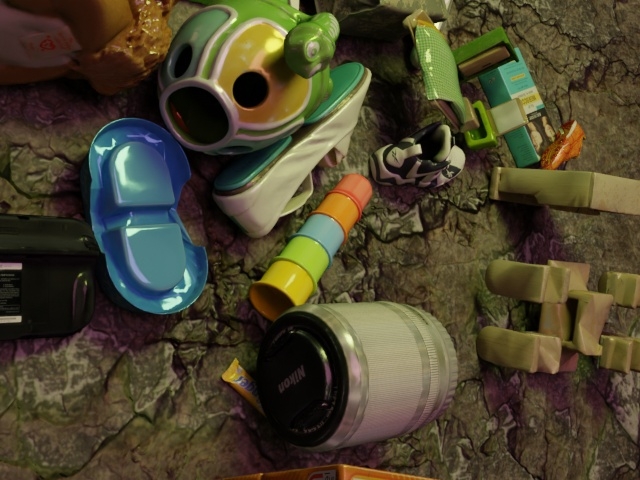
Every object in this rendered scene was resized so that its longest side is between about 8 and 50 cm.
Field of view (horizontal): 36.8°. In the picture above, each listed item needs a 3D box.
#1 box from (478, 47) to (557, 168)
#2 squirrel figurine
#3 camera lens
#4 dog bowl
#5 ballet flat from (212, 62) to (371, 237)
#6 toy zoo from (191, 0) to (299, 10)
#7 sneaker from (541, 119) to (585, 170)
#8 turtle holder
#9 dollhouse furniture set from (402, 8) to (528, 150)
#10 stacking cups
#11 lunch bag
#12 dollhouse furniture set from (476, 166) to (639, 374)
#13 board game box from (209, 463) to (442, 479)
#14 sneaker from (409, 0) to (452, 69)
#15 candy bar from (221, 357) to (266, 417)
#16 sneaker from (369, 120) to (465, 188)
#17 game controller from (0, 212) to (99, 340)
[{"bbox_3d":[0.428,-0.286,2.074,0.100,0.060,0.244,-25,91,-41],"label":"box"},{"bbox_3d":[-0.376,-0.420,1.389,0.397,0.281,0.371,15,55,-43],"label":"squirrel figurine"},{"bbox_3d":[0.054,0.206,1.497,0.274,0.219,0.220,2,74,-45],"label":"camera lens"},{"bbox_3d":[-0.269,-0.029,1.427,0.165,0.074,0.297,-5,77,-39],"label":"dog bowl"},{"bbox_3d":[-0.032,-0.150,1.638,0.139,0.139,0.400,51,55,-13],"label":"ballet flat"},{"bbox_3d":[-0.139,-0.499,1.718,0.293,0.030,0.192,1,74,-38],"label":"toy zoo"},{"bbox_3d":[0.520,-0.191,2.031,0.067,0.064,0.175,52,51,-11],"label":"sneaker"},{"bbox_3d":[-0.102,-0.240,1.469,0.227,0.320,0.243,-51,143,-43],"label":"turtle holder"},{"bbox_3d":[0.291,-0.317,1.820,0.301,0.151,0.198,29,42,-62],"label":"dollhouse furniture set"},{"bbox_3d":[0.000,0.000,1.614,0.096,0.096,0.316,48,52,-15],"label":"stacking cups"},{"bbox_3d":[0.092,-0.538,1.811,0.235,0.168,0.287,-7,84,-51],"label":"lunch bag"},{"bbox_3d":[0.470,0.061,1.935,0.362,0.256,0.394,5,93,-36],"label":"dollhouse furniture set"},{"bbox_3d":[0.053,0.518,1.309,0.356,0.356,0.356,18,65,-33],"label":"board game box"},{"bbox_3d":[0.186,-0.479,1.950,0.151,0.094,0.256,17,83,6],"label":"sneaker"},{"bbox_3d":[-0.091,0.251,1.510,0.161,0.018,0.040,46,53,-16],"label":"candy bar"},{"bbox_3d":[0.223,-0.163,1.809,0.234,0.153,0.094,1,76,-38],"label":"sneaker"},{"bbox_3d":[-0.420,0.047,1.247,0.319,0.067,0.167,3,95,-52],"label":"game controller"}]
